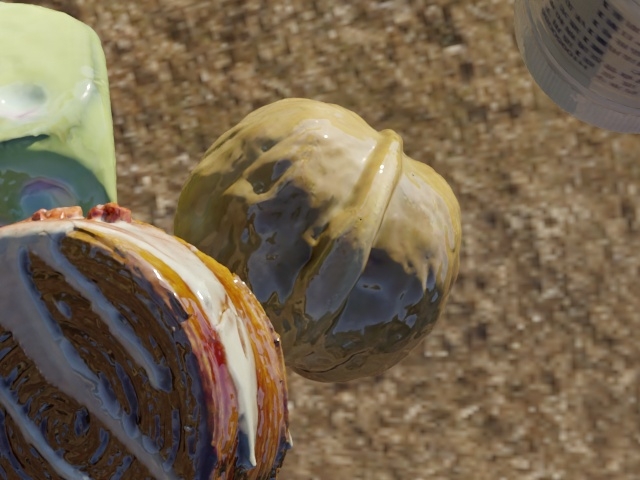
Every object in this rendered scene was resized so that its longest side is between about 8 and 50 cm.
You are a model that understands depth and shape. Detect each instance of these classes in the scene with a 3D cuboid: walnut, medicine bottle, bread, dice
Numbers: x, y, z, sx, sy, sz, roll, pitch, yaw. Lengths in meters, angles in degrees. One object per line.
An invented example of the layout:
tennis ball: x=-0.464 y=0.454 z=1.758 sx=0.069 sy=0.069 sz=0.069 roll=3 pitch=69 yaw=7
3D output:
walnut: x=0.000 y=0.000 z=1.692 sx=0.296 sy=0.285 sz=0.285 roll=33 pitch=64 yaw=-7
medicine bottle: x=0.238 y=-0.190 z=1.113 sx=0.190 sy=0.332 sz=0.189 roll=0 pitch=83 yaw=-1
bread: x=-0.095 y=0.064 z=0.658 sx=0.073 sy=0.161 sz=0.160 roll=-12 pitch=95 yaw=-64
dice: x=-0.336 y=-0.083 z=1.711 sx=0.250 sy=0.252 sz=0.254 roll=-4 pitch=134 yaw=-8
